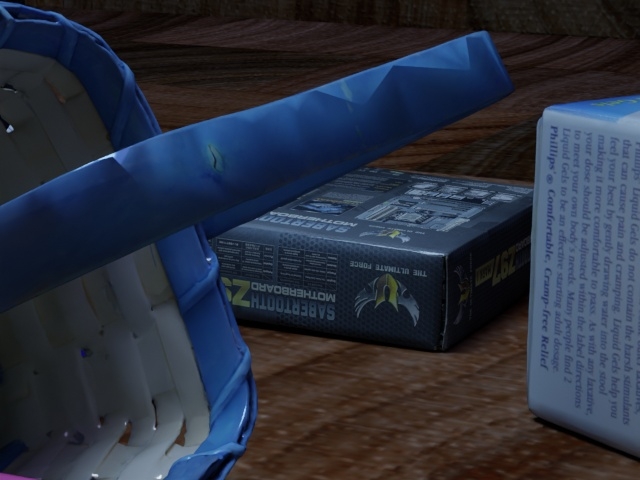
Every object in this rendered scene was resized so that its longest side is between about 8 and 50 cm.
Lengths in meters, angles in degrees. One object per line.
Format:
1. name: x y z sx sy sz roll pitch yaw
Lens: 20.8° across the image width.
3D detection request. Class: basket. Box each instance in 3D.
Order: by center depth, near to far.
1. basket: -0.096 0.011 0.587 0.289 0.201 0.254 -29 -3 33

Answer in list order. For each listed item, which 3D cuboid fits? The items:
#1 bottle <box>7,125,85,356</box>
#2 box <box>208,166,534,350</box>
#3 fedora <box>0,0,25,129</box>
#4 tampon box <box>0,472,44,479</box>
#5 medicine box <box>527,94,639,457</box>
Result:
1. bottle: -0.163 -0.004 0.905 0.092 0.118 0.283 36 -2 -23
2. box: 0.000 0.000 1.019 0.232 0.059 0.183 7 14 24
3. fedora: -0.228 -0.115 0.763 0.152 0.334 0.334 2 13 24
4. tampon box: -0.161 0.114 0.425 0.161 0.101 0.120 4 14 15
5. medicine box: 0.280 0.019 0.747 0.263 0.149 0.289 -9 15 -35
